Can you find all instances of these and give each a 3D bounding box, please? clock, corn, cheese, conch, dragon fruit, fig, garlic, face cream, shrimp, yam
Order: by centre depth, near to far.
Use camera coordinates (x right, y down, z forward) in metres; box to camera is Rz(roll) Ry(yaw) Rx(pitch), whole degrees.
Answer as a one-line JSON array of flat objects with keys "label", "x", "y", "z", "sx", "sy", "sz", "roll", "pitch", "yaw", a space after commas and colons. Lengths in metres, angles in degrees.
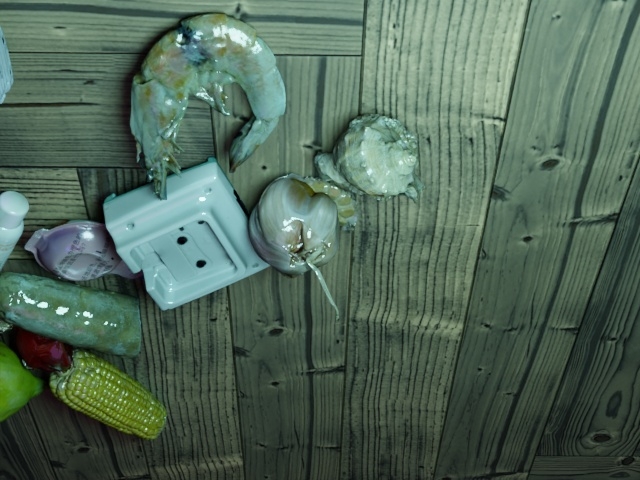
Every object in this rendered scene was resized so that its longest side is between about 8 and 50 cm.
[{"label": "shrimp", "x": -0.193, "y": -0.202, "z": 1.558, "sx": 0.247, "sy": 0.085, "sz": 0.360, "roll": 16, "pitch": 123, "yaw": -17}, {"label": "conch", "x": 0.084, "y": -0.125, "z": 1.614, "sx": 0.245, "sy": 0.163, "sz": 0.178, "roll": -3, "pitch": 130, "yaw": 49}, {"label": "garlic", "x": 0.000, "y": 0.000, "z": 1.719, "sx": 0.256, "sy": 0.207, "sz": 0.207, "roll": 46, "pitch": 135, "yaw": 16}, {"label": "clock", "x": -0.239, "y": 0.003, "z": 1.755, "sx": 0.231, "sy": 0.116, "sz": 0.262, "roll": -20, "pitch": 135, "yaw": 8}, {"label": "face cream", "x": -0.619, "y": 0.005, "z": 1.798, "sx": 0.082, "sy": 0.082, "sz": 0.269, "roll": 23, "pitch": 134, "yaw": -23}, {"label": "cheese", "x": -0.419, "y": 0.029, "z": 1.831, "sx": 0.286, "sy": 0.074, "sz": 0.189, "roll": 13, "pitch": 140, "yaw": -33}, {"label": "yam", "x": -0.493, "y": 0.140, "z": 1.885, "sx": 0.330, "sy": 0.133, "sz": 0.133, "roll": 20, "pitch": 134, "yaw": -30}, {"label": "dragon fruit", "x": -0.580, "y": 0.188, "z": 1.971, "sx": 0.121, "sy": 0.127, "sz": 0.161, "roll": -6, "pitch": 138, "yaw": -7}, {"label": "fig", "x": -0.714, "y": 0.284, "z": 2.041, "sx": 0.314, "sy": 0.233, "sz": 0.233, "roll": -9, "pitch": 145, "yaw": -33}, {"label": "corn", "x": -0.473, "y": 0.348, "z": 2.138, "sx": 0.130, "sy": 0.130, "sz": 0.347, "roll": -23, "pitch": 135, "yaw": 23}]

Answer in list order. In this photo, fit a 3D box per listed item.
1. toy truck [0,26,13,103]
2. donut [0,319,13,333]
[{"label": "toy truck", "x": -0.666, "y": -0.254, "z": 1.451, "sx": 0.363, "sy": 0.178, "sz": 0.176, "roll": 0, "pitch": 137, "yaw": -4}, {"label": "donut", "x": -0.779, "y": 0.151, "z": 1.920, "sx": 0.295, "sy": 0.151, "sz": 0.112, "roll": -19, "pitch": 124, "yaw": -25}]
